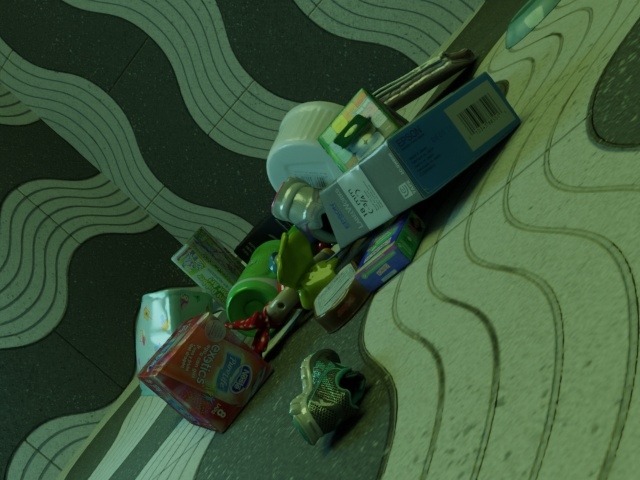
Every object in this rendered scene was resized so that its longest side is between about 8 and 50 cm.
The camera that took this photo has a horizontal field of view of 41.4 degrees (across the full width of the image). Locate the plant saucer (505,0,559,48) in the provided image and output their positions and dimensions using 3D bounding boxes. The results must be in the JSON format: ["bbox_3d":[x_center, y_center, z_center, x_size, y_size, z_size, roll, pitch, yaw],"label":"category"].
[{"bbox_3d":[0.484,-0.523,1.939,0.195,0.037,0.195,-46,8,8],"label":"plant saucer"}]

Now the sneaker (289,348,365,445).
[{"bbox_3d":[0.018,0.164,0.947,0.076,0.065,0.166,-29,15,14],"label":"sneaker"}]

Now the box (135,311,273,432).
[{"bbox_3d":[-0.214,0.237,1.516,0.142,0.154,0.300,-50,9,-18],"label":"box"}]

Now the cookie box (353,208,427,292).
[{"bbox_3d":[0.105,0.015,1.257,0.092,0.040,0.107,-41,10,35],"label":"cookie box"}]

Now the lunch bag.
[{"bbox_3d":[-0.305,0.220,1.791,0.262,0.160,0.223,147,121,-71],"label":"lunch bag"}]

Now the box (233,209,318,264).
[{"bbox_3d":[-0.079,0.001,1.989,0.207,0.153,0.108,-39,10,43],"label":"box"}]

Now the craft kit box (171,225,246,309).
[{"bbox_3d":[-0.214,0.086,1.929,0.061,0.250,0.246,-45,8,10],"label":"craft kit box"}]

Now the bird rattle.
[{"bbox_3d":[-0.047,0.106,1.542,0.253,0.143,0.207,-59,-10,26],"label":"bird rattle"}]

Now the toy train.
[{"bbox_3d":[0.000,0.000,1.744,0.143,0.105,0.248,-50,-17,24],"label":"toy train"}]

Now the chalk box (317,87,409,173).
[{"bbox_3d":[0.095,-0.176,1.551,0.132,0.132,0.213,-45,-37,15],"label":"chalk box"}]

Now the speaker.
[{"bbox_3d":[-0.111,0.094,1.778,0.131,0.131,0.296,-45,7,18],"label":"speaker"}]

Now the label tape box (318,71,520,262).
[{"bbox_3d":[0.127,-0.110,1.364,0.240,0.106,0.333,-37,1,-31],"label":"label tape box"}]

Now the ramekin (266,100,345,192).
[{"bbox_3d":[0.007,-0.178,1.999,0.277,0.277,0.135,-40,18,49],"label":"ramekin"}]

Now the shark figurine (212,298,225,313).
[{"bbox_3d":[-0.303,0.213,2.420,0.278,0.116,0.166,-43,-30,-32],"label":"shark figurine"}]

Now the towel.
[{"bbox_3d":[0.232,-0.400,2.226,0.332,0.053,0.317,-29,1,24],"label":"towel"}]

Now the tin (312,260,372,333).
[{"bbox_3d":[0.033,0.086,1.329,0.106,0.040,0.190,-51,7,4],"label":"tin"}]

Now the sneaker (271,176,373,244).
[{"bbox_3d":[0.029,-0.036,1.524,0.252,0.111,0.103,8,-71,-50],"label":"sneaker"}]
